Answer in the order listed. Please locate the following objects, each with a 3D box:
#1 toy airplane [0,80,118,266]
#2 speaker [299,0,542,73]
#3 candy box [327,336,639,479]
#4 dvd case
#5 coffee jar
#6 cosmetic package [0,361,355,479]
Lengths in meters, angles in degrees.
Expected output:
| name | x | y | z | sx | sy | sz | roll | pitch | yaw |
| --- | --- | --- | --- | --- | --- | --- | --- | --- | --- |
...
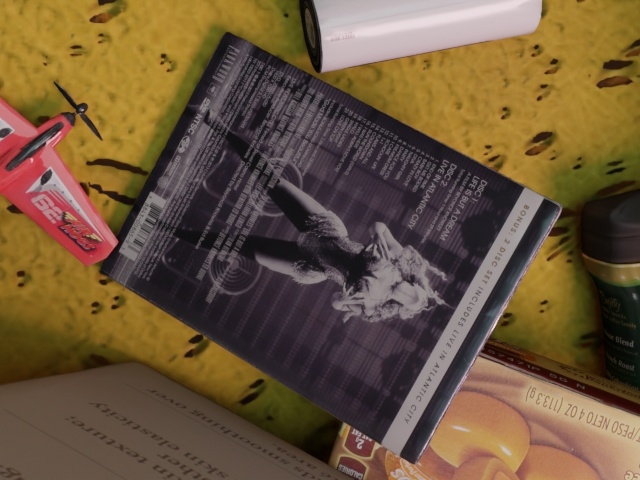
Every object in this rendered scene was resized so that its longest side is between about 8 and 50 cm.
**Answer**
| name | x | y | z | sx | sy | sz | roll | pitch | yaw |
| --- | --- | --- | --- | --- | --- | --- | --- | --- | --- |
| toy airplane | -0.191 | -0.029 | 0.576 | 0.151 | 0.028 | 0.151 | -1 | 99 | -9 |
| speaker | 0.059 | -0.138 | 0.588 | 0.136 | 0.055 | 0.055 | -12 | 102 | -8 |
| candy box | 0.077 | 0.219 | 0.605 | 0.183 | 0.087 | 0.316 | 19 | 96 | 15 |
| dvd case | 0.000 | 0.000 | 0.572 | 0.221 | 0.018 | 0.164 | 30 | 94 | 14 |
| coffee jar | 0.226 | 0.055 | 0.640 | 0.096 | 0.079 | 0.184 | -14 | 102 | -8 |
| cosmetic package | -0.104 | 0.276 | 0.407 | 0.329 | 0.394 | 0.327 | 27 | 96 | 18 |
